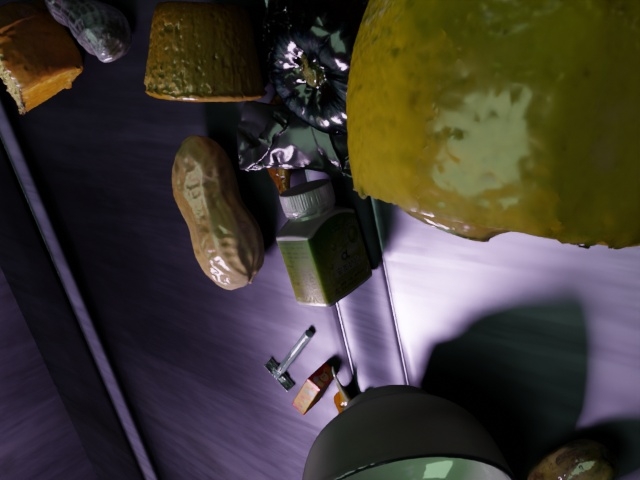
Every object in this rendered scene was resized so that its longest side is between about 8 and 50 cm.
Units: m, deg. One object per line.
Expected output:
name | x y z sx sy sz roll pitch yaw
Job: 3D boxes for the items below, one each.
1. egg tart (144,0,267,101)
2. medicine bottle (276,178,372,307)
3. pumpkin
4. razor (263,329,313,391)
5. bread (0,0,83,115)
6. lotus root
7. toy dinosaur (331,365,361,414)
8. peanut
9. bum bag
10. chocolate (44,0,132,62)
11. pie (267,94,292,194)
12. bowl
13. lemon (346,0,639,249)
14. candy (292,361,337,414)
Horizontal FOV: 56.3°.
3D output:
egg tart | -0.183 -0.302 0.965 0.203 0.203 0.147 17 111 38
medicine bottle | 0.000 0.000 0.996 0.088 0.132 0.188 0 114 45
pumpkin | 0.028 -0.250 0.785 0.233 0.163 0.233 31 144 25
razor | -0.065 0.255 1.299 0.084 0.036 0.211 44 139 12
bread | -0.632 -0.413 1.322 0.194 0.179 0.340 62 158 -14
lotus root | 0.372 0.346 0.886 0.089 0.080 0.179 29 132 0
toy dinosaur | 0.059 0.349 1.236 0.142 0.057 0.212 -23 85 69
peanut | -0.200 -0.053 1.164 0.149 0.149 0.313 -11 99 48
bum bag | -0.030 -0.160 0.957 0.248 0.060 0.123 4 113 20
chocolate | -0.469 -0.451 1.204 0.248 0.110 0.110 44 138 16
pie | -0.075 -0.167 1.043 0.088 0.033 0.191 25 124 47
bowl | 0.130 0.370 1.011 0.185 0.354 0.353 -98 16 -48
lemon | 0.198 -0.171 0.546 0.364 0.364 0.364 24 130 33
candy | -0.014 0.314 1.265 0.038 0.062 0.122 42 137 16
